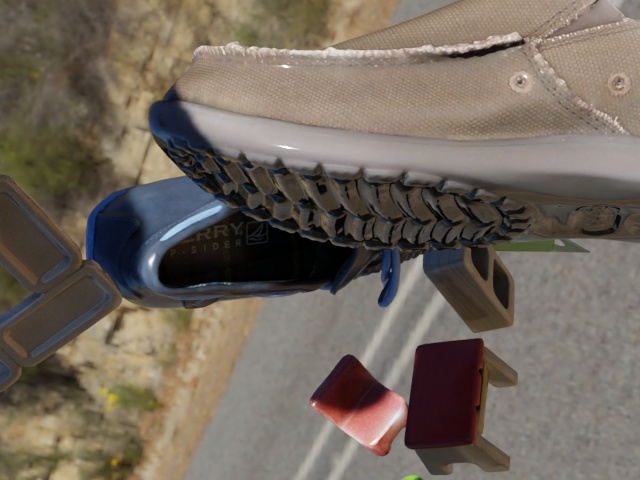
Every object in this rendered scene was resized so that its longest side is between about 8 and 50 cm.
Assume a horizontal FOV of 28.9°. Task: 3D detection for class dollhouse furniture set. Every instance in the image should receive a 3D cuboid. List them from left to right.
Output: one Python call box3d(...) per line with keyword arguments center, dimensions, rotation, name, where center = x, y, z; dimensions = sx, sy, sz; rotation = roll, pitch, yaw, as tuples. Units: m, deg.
box3d(center=(0.071, 0.025, 1.170), dimensions=(0.201, 0.152, 0.374), rotation=(-10, 51, 29), name="dollhouse furniture set")

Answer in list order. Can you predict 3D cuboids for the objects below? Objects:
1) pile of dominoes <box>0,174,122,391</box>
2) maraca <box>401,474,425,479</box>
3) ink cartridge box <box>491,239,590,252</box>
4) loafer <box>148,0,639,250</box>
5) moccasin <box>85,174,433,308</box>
box3d(center=(-0.244, 0.028, 0.538), dimensions=(0.251, 0.196, 0.040), rotation=(-35, 36, 1), name="pile of dominoes")
box3d(center=(0.088, 0.308, 1.165), dimensions=(0.185, 0.099, 0.127), rotation=(-99, 24, -45), name="maraca")
box3d(center=(0.210, -0.030, 1.467), dimensions=(0.109, 0.209, 0.062), rotation=(-143, 57, -61), name="ink cartridge box")
box3d(center=(0.099, -0.069, 0.629), dimensions=(0.134, 0.366, 0.130), rotation=(85, -172, -74), name="loafer")
box3d(center=(0.000, 0.000, 0.932), dimensions=(0.117, 0.342, 0.137), rotation=(23, 125, 56), name="moccasin")
